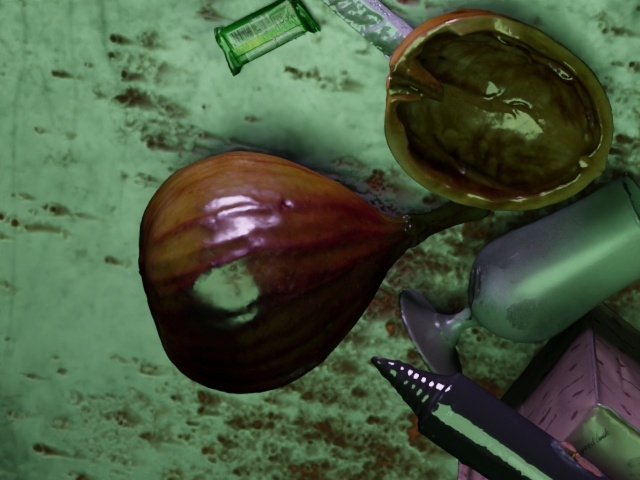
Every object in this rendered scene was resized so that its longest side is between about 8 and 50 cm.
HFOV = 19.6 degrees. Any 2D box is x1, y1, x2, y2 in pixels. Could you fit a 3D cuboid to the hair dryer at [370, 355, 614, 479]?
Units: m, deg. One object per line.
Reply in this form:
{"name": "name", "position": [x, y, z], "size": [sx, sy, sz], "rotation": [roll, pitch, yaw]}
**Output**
{"name": "hair dryer", "position": [0.194, 0.172, 1.368], "size": [0.352, 0.107, 0.189], "rotation": [35, 102, 1]}

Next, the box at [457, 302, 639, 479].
{"name": "box", "position": [0.257, 0.216, 1.567], "size": [0.225, 0.297, 0.190], "rotation": [37, 107, -4]}

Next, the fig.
{"name": "fig", "position": [0.000, 0.000, 1.611], "size": [0.320, 0.217, 0.217], "rotation": [-21, 104, -8]}

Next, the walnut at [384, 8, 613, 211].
{"name": "walnut", "position": [0.145, -0.116, 1.591], "size": [0.211, 0.087, 0.167], "rotation": [26, 108, -16]}

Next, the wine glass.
{"name": "wine glass", "position": [0.189, 0.033, 1.614], "size": [0.231, 0.103, 0.103], "rotation": [-32, 100, 20]}

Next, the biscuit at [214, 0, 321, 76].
{"name": "biscuit", "position": [-0.049, -0.185, 1.633], "size": [0.089, 0.016, 0.046], "rotation": [-25, 103, 14]}

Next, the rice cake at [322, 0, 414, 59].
{"name": "rice cake", "position": [0.006, -0.228, 1.600], "size": [0.211, 0.043, 0.034], "rotation": [41, 112, -5]}
